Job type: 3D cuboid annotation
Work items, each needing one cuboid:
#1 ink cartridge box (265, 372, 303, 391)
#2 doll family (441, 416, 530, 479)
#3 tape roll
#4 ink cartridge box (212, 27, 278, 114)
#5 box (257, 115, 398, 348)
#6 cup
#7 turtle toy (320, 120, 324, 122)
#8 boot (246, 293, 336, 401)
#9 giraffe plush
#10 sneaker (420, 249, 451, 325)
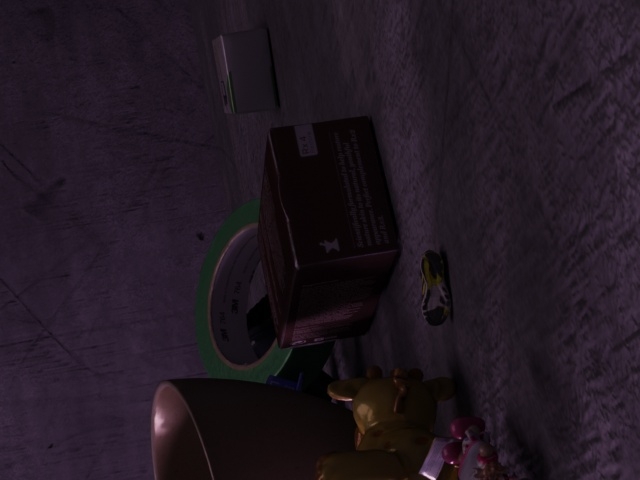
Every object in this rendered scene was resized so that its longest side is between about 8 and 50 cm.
[{"bbox_3d":[-0.087,0.328,2.021,0.311,0.065,0.185,109,179,-63],"label":"ink cartridge box"},{"bbox_3d":[0.160,0.299,1.223,0.163,0.118,0.262,-102,24,-63],"label":"doll family"},{"bbox_3d":[-0.087,0.094,2.126,0.321,0.077,0.321,-17,68,51],"label":"tape roll"},{"bbox_3d":[-0.147,-0.325,2.562,0.212,0.093,0.154,-137,38,-79],"label":"ink cartridge box"},{"bbox_3d":[0.000,0.000,1.789,0.381,0.143,0.191,100,160,-71],"label":"box"},{"bbox_3d":[-0.058,0.320,1.685,0.331,0.237,0.331,171,90,-70],"label":"cup"},{"bbox_3d":[-0.013,-0.121,1.973,0.130,0.066,0.095,144,116,-81],"label":"turtle toy"},{"bbox_3d":[-0.042,0.193,2.297,0.207,0.246,0.094,40,-152,-19],"label":"boot"},{"bbox_3d":[0.073,0.217,1.395,0.210,0.181,0.170,-54,25,29],"label":"giraffe plush"},{"bbox_3d":[0.122,0.049,1.404,0.035,0.031,0.083,-78,-15,-75],"label":"sneaker"}]
